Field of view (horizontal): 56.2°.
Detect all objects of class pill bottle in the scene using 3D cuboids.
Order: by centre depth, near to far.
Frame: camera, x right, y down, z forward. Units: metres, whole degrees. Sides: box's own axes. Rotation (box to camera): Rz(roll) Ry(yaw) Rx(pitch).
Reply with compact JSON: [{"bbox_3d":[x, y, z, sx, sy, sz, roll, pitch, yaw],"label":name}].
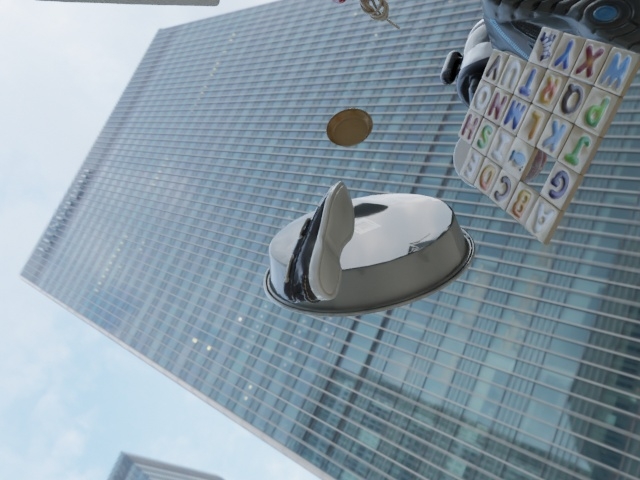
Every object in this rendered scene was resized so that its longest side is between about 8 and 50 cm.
[{"bbox_3d":[0.310,-0.147,1.029,0.221,0.121,0.121,-16,-70,-59],"label":"pill bottle"}]

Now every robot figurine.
[{"bbox_3d":[0.411,-0.400,1.390,0.209,0.173,0.278,27,-124,-11],"label":"robot figurine"}]

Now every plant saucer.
[{"bbox_3d":[0.052,-0.194,1.045,0.083,0.083,0.015,-58,-26,-17],"label":"plant saucer"}]

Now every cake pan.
[{"bbox_3d":[0.059,0.006,0.816,0.293,0.293,0.054,-29,-63,-35],"label":"cake pan"}]

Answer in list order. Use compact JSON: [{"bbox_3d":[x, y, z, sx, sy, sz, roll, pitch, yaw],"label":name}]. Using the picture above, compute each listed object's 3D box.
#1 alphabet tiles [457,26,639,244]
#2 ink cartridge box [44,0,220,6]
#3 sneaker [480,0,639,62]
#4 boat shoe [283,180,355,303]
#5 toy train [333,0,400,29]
[{"bbox_3d":[0.232,-0.136,0.677,0.009,0.237,0.198,9,-65,-21],"label":"alphabet tiles"},{"bbox_3d":[-0.257,-0.532,0.822,0.308,0.091,0.385,-16,-43,-39],"label":"ink cartridge box"},{"bbox_3d":[0.419,-0.339,0.973,0.125,0.341,0.140,-44,-37,-14],"label":"sneaker"},{"bbox_3d":[0.000,0.000,0.488,0.046,0.038,0.125,53,-145,-37],"label":"boat shoe"},{"bbox_3d":[0.066,-0.456,0.992,0.248,0.143,0.105,37,-94,-13],"label":"toy train"}]
